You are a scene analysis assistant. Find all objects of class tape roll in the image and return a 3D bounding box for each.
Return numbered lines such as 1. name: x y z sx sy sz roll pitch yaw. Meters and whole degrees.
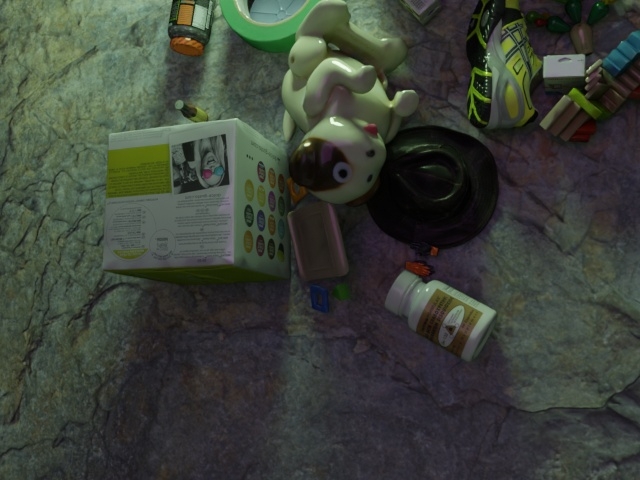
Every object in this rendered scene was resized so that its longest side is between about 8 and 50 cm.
1. tape roll: -0.106 -0.654 1.891 0.321 0.077 0.321 -3 80 19

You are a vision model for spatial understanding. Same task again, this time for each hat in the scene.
1. hat: 0.243 -0.137 1.693 0.331 0.134 0.331 -3 82 19

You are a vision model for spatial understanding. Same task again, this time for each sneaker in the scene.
1. sneaker: 0.430 -0.434 1.692 0.147 0.145 0.384 8 80 -11

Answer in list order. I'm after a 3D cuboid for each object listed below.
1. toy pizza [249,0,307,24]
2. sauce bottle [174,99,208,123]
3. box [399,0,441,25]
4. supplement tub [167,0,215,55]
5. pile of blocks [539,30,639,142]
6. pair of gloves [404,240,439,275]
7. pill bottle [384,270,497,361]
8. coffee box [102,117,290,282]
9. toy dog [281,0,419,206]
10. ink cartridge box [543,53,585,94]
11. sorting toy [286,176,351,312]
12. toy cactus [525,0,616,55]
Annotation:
1. toy pizza: -0.097 -0.596 1.937 0.201 0.032 0.201 -3 80 20
2. sauce bottle: -0.344 -0.342 1.933 0.042 0.128 0.042 -4 80 21
3. box: 0.179 -0.678 1.835 0.067 0.063 0.324 -41 71 7
4. supplement tub: -0.352 -0.610 1.984 0.117 0.117 0.190 6 84 20
5. pile of blocks: 0.650 -0.337 1.571 0.362 0.149 0.112 -44 70 8
6. pair of gloves: 0.237 0.043 1.713 0.074 0.010 0.083 16 113 19
7. pill bottle: 0.267 0.164 1.637 0.229 0.131 0.131 29 92 21
8. coffee box: -0.285 -0.072 1.758 0.338 0.338 0.334 -3 81 19
9. toy dog: 0.029 -0.280 1.669 0.395 0.285 0.407 -28 51 31
10. ink cartridge box: 0.546 -0.369 1.626 0.089 0.122 0.052 2 82 20
11. sorting toy: 0.000 0.000 1.752 0.196 0.047 0.347 -13 89 57
12. toy cactus: 0.588 -0.512 1.655 0.219 0.112 0.180 -14 87 8
